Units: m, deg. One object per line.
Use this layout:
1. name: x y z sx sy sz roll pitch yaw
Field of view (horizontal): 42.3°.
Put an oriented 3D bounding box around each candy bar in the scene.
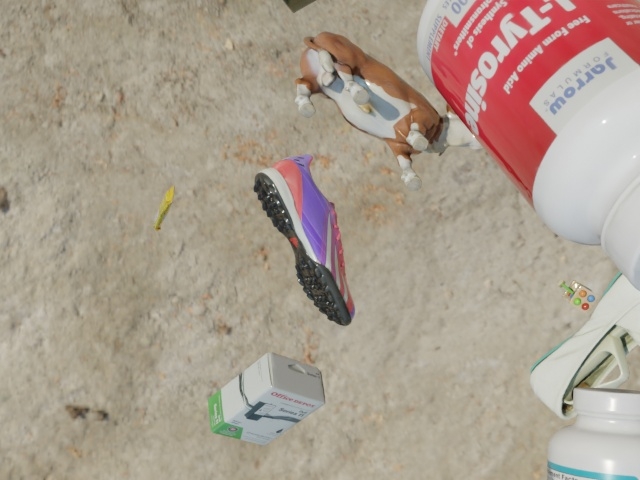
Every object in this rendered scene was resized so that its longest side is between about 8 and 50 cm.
1. candy bar: -0.331 -0.065 1.745 0.018 0.040 0.161 9 155 -19

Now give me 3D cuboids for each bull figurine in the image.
1. bull figurine: 0.098 -0.181 1.171 0.310 0.188 0.101 29 121 -12

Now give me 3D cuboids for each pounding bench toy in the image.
1. pounding bench toy: 0.598 0.125 1.938 0.083 0.065 0.052 31 100 -5

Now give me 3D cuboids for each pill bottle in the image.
1. pill bottle: 0.324 0.299 0.912 0.146 0.146 0.264 6 84 -17
2. pill bottle: 0.290 -0.146 0.901 0.229 0.408 0.229 -17 140 -15

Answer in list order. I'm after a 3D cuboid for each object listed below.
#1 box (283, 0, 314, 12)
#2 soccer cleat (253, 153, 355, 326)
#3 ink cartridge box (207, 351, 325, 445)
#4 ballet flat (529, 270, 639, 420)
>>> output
1. box: 0.049 -0.414 1.146 0.036 0.136 0.225 46 60 -23
2. soccer cleat: 0.000 0.000 1.467 0.116 0.108 0.318 -31 100 -26
3. ink cartridge box: -0.113 0.335 1.733 0.153 0.087 0.208 24 128 -35
4. ballet flat: 0.528 0.172 1.450 0.139 0.139 0.400 20 123 -24
